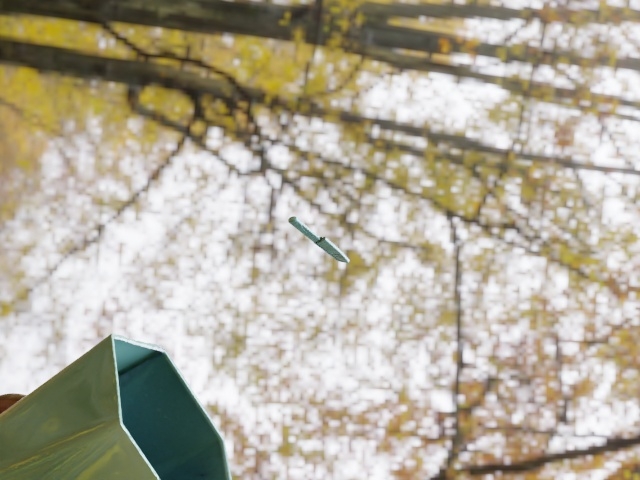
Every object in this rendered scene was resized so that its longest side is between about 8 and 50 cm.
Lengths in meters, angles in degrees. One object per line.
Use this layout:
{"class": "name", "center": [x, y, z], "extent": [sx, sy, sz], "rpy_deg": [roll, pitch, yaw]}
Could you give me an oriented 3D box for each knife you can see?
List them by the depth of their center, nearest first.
{"class": "knife", "center": [0.000, 0.000, 1.348], "extent": [0.014, 0.091, 0.005], "rpy_deg": [-21, -129, 28]}

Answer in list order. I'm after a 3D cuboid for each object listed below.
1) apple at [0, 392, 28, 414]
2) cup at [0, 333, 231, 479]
{"class": "apple", "center": [-0.348, 0.298, 1.717], "extent": [0.234, 0.234, 0.234], "rpy_deg": [-16, -107, 62]}
{"class": "cup", "center": [-0.189, 0.171, 0.913], "extent": [0.148, 0.236, 0.134], "rpy_deg": [61, 11, -8]}
